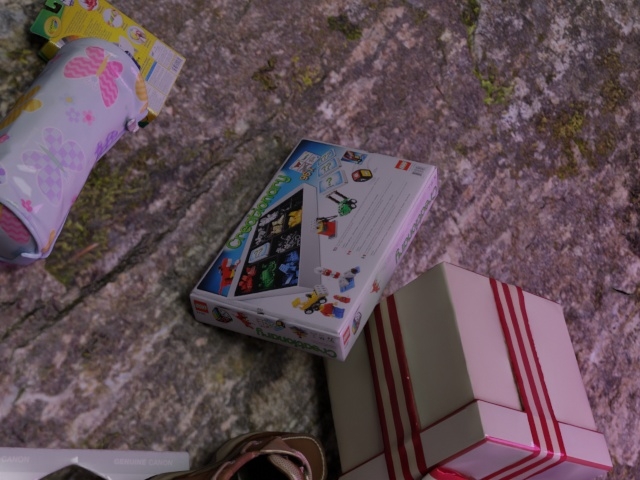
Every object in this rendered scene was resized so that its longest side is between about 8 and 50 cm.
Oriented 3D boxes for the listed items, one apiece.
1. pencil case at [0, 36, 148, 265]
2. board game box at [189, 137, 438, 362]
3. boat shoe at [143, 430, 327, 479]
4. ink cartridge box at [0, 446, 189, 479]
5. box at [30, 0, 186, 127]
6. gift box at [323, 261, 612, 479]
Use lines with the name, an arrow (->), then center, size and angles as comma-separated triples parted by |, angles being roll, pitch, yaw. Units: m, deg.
pencil case -> -0.292, -0.101, 1.298 | 0.124, 0.113, 0.273 | 54, 44, -30
board game box -> 0.000, 0.000, 1.434 | 0.192, 0.053, 0.305 | 14, 47, 22
boat shoe -> -0.065, 0.268, 1.232 | 0.324, 0.119, 0.123 | -12, 85, -63
ink cartridge box -> -0.250, 0.327, 1.157 | 0.275, 0.060, 0.239 | 9, 63, -34
box -> -0.260, -0.228, 1.432 | 0.179, 0.043, 0.105 | 36, 52, -21
gift box -> 0.161, 0.218, 1.401 | 0.255, 0.276, 0.258 | 15, 49, -34
